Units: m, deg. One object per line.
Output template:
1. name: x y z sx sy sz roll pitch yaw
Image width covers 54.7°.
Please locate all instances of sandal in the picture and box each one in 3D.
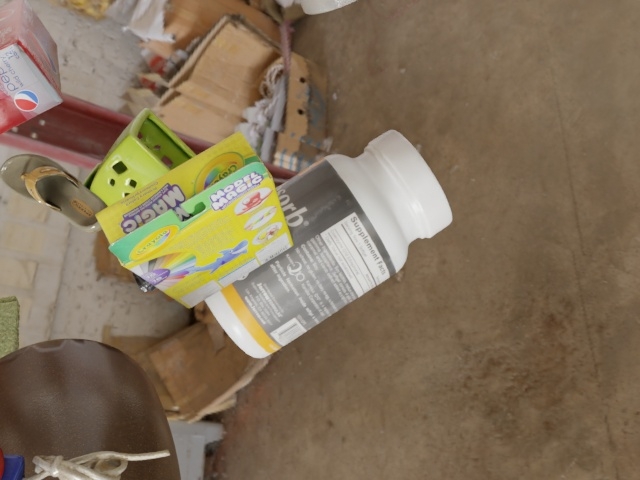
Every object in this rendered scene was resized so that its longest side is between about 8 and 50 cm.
1. sandal: -0.391 -0.074 0.905 0.072 0.180 0.049 -57 -7 -5

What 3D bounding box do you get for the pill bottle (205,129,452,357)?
1. pill bottle: 0.000 0.000 0.719 0.278 0.162 0.162 -33 40 -1

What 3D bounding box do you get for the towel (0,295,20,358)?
1. towel: -0.541 0.164 0.998 0.027 0.110 0.148 102 159 -67

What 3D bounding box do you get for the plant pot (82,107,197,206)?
1. plant pot: -0.373 -0.113 1.317 0.207 0.227 0.228 -39 23 13

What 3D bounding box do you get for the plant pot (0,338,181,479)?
1. plant pot: -0.208 0.225 0.539 0.230 0.215 0.215 20 92 55

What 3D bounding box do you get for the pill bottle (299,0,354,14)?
1. pill bottle: -0.019 -0.467 0.857 0.152 0.272 0.152 -16 32 11

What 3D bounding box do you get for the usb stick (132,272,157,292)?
1. usb stick: -0.216 -0.001 1.135 0.278 0.045 0.077 -35 38 -9

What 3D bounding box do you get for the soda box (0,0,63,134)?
1. soda box: -0.393 -0.230 0.784 0.092 0.083 0.263 -29 37 -5

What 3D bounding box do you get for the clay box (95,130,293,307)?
1. clay box: -0.097 -0.011 0.529 0.127 0.222 0.053 -32 74 -7

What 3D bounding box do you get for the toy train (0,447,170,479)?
1. toy train: -0.217 0.200 0.374 0.105 0.248 0.143 126 144 -51
